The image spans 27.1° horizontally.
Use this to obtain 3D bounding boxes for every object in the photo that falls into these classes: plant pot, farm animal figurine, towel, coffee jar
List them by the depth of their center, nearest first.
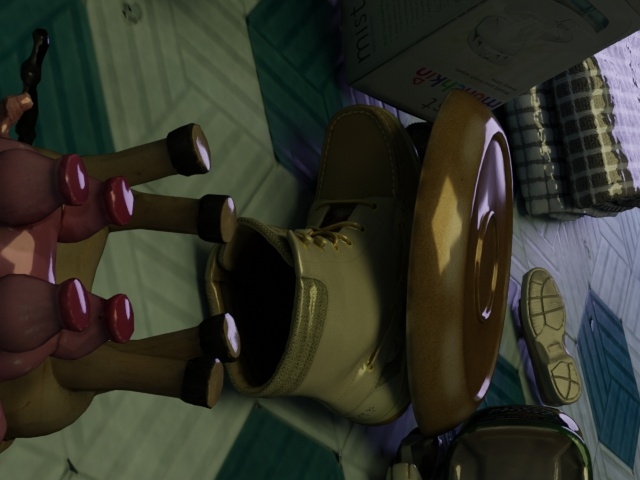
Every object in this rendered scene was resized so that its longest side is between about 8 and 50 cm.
[{"bbox_3d":[-0.128,0.133,0.441,0.330,0.172,0.327,-65,145,-62],"label":"farm animal figurine"},{"bbox_3d":[0.100,0.016,0.896,0.236,0.032,0.236,4,90,-73],"label":"plant pot"},{"bbox_3d":[0.140,0.158,0.930,0.184,0.096,0.079,21,69,-81],"label":"coffee jar"},{"bbox_3d":[0.280,-0.143,1.360,0.283,0.121,0.235,-6,82,-62],"label":"towel"}]

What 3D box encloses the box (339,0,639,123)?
[{"bbox_3d":[0.127,-0.253,0.991,0.126,0.231,0.262,18,57,-37],"label":"box"}]

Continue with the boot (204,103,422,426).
[{"bbox_3d":[0.000,0.000,0.814,0.165,0.077,0.213,22,65,-57],"label":"boot"}]

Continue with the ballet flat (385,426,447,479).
[{"bbox_3d":[0.058,0.159,0.885,0.041,0.041,0.114,66,22,-16],"label":"ballet flat"}]

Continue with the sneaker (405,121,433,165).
[{"bbox_3d":[0.088,-0.040,1.030,0.209,0.069,0.082,-45,145,-67],"label":"sneaker"}]

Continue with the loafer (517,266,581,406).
[{"bbox_3d":[0.198,0.088,1.191,0.045,0.039,0.125,-6,77,-29],"label":"loafer"}]
